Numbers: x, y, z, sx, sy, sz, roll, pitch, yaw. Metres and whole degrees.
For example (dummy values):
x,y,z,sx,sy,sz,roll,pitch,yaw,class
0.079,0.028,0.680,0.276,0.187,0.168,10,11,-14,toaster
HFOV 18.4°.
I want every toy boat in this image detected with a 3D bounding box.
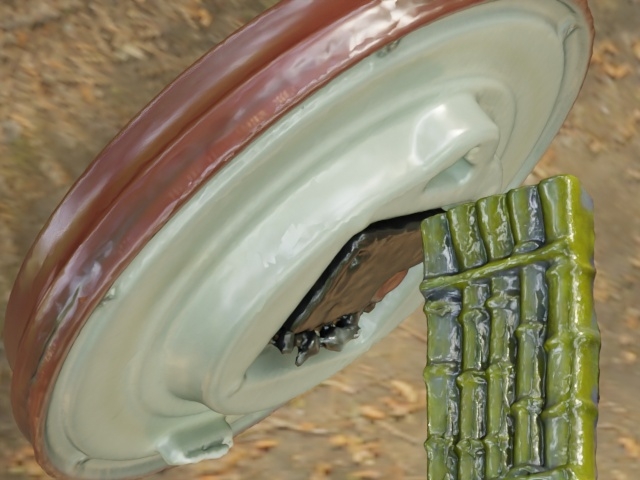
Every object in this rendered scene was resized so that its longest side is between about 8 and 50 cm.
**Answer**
x,y,z,sx,sy,sz,roll,pitch,yaw,class
0.055,0.041,0.591,0.063,0.016,0.115,-19,61,41,toy boat

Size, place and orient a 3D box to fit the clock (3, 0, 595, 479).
x,y,z,sx,sy,sz,roll,pitch,yaw,class
0.000,0.000,0.882,0.318,0.318,0.080,-43,70,9,clock
